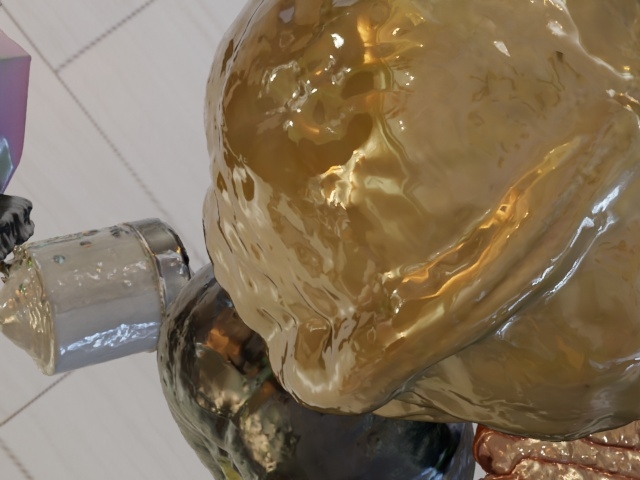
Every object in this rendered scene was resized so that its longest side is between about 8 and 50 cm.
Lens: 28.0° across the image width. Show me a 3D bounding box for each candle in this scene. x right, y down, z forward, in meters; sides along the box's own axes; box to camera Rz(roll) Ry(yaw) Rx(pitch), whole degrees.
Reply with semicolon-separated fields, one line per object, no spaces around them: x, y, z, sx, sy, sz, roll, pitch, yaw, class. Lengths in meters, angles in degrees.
-0.332;0.083;1.685;0.330;0.187;0.187;-13;90;-27;candle

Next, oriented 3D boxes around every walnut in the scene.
0.096;-0.040;0.793;0.381;0.381;0.381;0;88;-10;walnut

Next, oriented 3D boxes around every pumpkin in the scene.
0.006;0.134;1.096;0.238;0.315;0.315;-36;94;-11;pumpkin

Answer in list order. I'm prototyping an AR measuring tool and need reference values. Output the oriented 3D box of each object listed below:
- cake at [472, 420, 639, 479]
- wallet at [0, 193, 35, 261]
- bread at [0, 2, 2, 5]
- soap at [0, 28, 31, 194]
0.212;0.156;0.921;0.135;0.287;0.098;11;75;-21;cake
-0.306;-0.018;0.691;0.285;0.146;0.030;6;102;-1;wallet
-0.280;-0.209;1.030;0.052;0.157;0.044;30;61;-7;bread
-0.240;-0.064;0.804;0.100;0.056;0.149;39;114;17;soap
